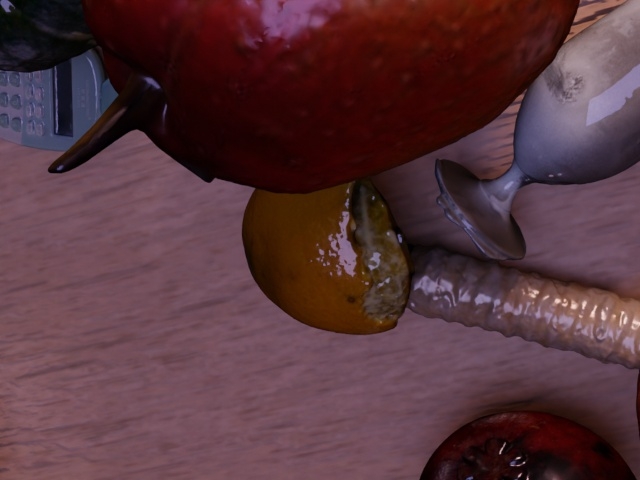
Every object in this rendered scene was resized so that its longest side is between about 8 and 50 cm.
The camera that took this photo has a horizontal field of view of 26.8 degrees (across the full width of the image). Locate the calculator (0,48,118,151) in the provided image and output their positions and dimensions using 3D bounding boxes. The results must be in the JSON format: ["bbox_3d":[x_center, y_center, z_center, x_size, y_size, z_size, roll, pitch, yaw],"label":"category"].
[{"bbox_3d":[-0.221,-0.119,1.080,0.153,0.021,0.095,6,109,13],"label":"calculator"}]

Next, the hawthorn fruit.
[{"bbox_3d":[-0.021,-0.153,0.845,0.369,0.285,0.285,-36,97,-14],"label":"hawthorn fruit"}]

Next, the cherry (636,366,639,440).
[{"bbox_3d":[0.324,0.107,0.897,0.239,0.206,0.239,-5,78,24],"label":"cherry"}]

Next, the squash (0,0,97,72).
[{"bbox_3d":[-0.235,-0.247,0.965,0.252,0.165,0.252,5,111,13],"label":"squash"}]

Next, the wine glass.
[{"bbox_3d":[0.185,-0.088,0.942,0.103,0.103,0.222,45,112,-3],"label":"wine glass"}]

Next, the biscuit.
[{"bbox_3d":[0.160,0.052,1.016,0.219,0.061,0.055,13,131,10],"label":"biscuit"}]

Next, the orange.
[{"bbox_3d":[0.000,0.000,0.978,0.112,0.170,0.160,-20,69,1],"label":"orange"}]

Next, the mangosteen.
[{"bbox_3d":[0.163,0.225,1.023,0.200,0.200,0.200,4,108,13],"label":"mangosteen"}]
